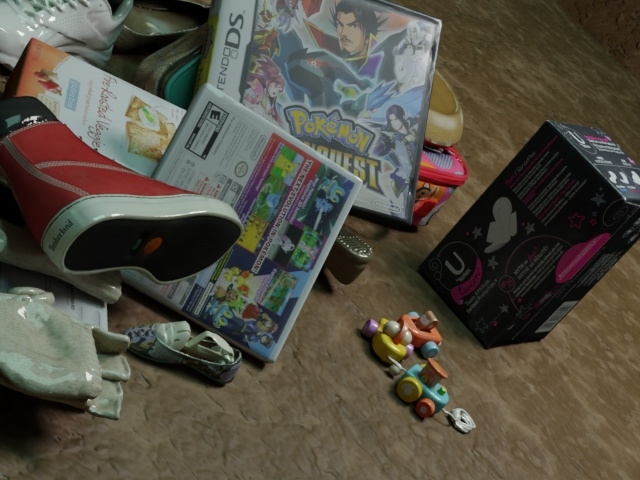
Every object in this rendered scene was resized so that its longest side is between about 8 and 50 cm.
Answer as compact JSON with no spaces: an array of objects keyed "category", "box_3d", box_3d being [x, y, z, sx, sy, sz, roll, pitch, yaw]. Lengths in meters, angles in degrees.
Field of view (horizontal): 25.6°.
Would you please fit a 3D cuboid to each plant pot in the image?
[{"category":"plant pot","box_3d":[0.096,-0.213,1.785,0.236,0.032,0.236,33,25,-18]}]

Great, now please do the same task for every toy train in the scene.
[{"category":"toy train","box_3d":[0.113,0.122,1.485,0.125,0.046,0.166,19,30,-38]}]

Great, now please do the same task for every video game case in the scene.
[{"category":"video game case","box_3d":[-0.004,-0.165,1.558,0.275,0.248,0.035,14,-12,-24]},{"category":"video game case","box_3d":[-0.078,-0.015,1.310,0.183,0.201,0.023,31,-17,-17]}]

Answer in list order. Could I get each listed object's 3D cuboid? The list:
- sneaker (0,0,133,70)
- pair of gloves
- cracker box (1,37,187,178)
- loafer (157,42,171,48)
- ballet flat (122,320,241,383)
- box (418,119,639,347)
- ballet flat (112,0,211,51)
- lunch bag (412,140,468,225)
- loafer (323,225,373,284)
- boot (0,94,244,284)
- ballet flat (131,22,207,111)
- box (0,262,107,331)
[{"category":"sneaker","box_3d":[-0.284,-0.243,1.476,0.090,0.115,0.232,45,24,13]},{"category":"pair of gloves","box_3d":[-0.231,0.028,1.064,0.204,0.042,0.240,28,26,-26]},{"category":"cracker box","box_3d":[-0.195,-0.089,1.362,0.232,0.067,0.155,25,30,-20]},{"category":"loafer","box_3d":[-0.187,-0.260,1.740,0.125,0.039,0.045,37,23,-5]},{"category":"ballet flat","box_3d":[-0.116,0.090,1.221,0.114,0.041,0.041,24,28,-31]},{"category":"box","box_3d":[0.270,-0.008,1.692,0.142,0.247,0.163,51,26,23]},{"category":"ballet flat","box_3d":[-0.193,-0.265,1.672,0.250,0.058,0.084,0,60,-39]},{"category":"lunch bag","box_3d":[0.038,-0.124,1.742,0.293,0.120,0.258,13,39,-43]},{"category":"loafer","box_3d":[0.000,0.000,1.541,0.056,0.050,0.148,11,20,-36]},{"category":"boot","box_3d":[-0.179,-0.052,1.177,0.176,0.088,0.244,48,18,24]},{"category":"ballet flat","box_3d":[-0.086,-0.236,1.610,0.316,0.107,0.106,-31,29,-27]},{"category":"box","box_3d":[-0.255,0.043,1.105,0.186,0.038,0.145,26,27,-26]}]
